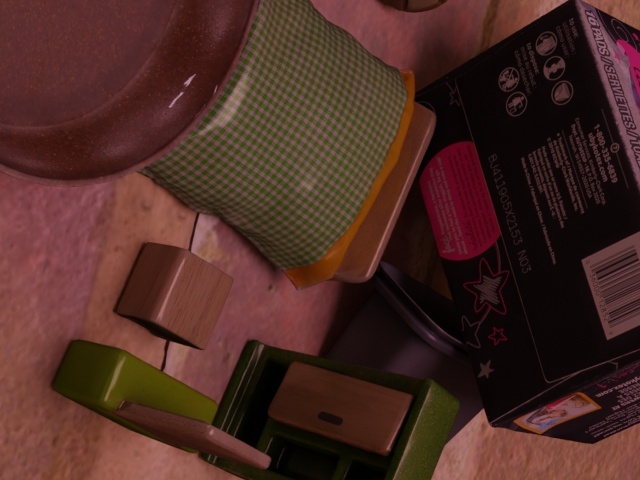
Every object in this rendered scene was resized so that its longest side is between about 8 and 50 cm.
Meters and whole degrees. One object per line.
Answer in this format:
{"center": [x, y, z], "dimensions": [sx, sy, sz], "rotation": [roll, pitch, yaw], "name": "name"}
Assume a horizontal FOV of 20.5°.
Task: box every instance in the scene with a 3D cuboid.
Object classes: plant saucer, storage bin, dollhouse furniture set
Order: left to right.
{"center": [-0.142, -0.185, 0.944], "dimensions": [0.310, 0.050, 0.310], "rotation": [-12, 105, -51], "name": "plant saucer"}
{"center": [0.000, 0.000, 1.084], "dimensions": [0.197, 0.151, 0.301], "rotation": [36, 72, -46], "name": "dollhouse furniture set"}
{"center": [0.062, 0.084, 1.231], "dimensions": [0.091, 0.098, 0.135], "rotation": [-49, 138, 9], "name": "storage bin"}

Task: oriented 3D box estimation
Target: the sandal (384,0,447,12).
{"center": [0.049, -0.231, 1.158], "dimensions": [0.180, 0.072, 0.049], "rotation": [63, 33, -30], "name": "sandal"}

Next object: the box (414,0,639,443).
{"center": [0.182, -0.009, 1.200], "dimensions": [0.142, 0.163, 0.247], "rotation": [14, 54, -50], "name": "box"}
